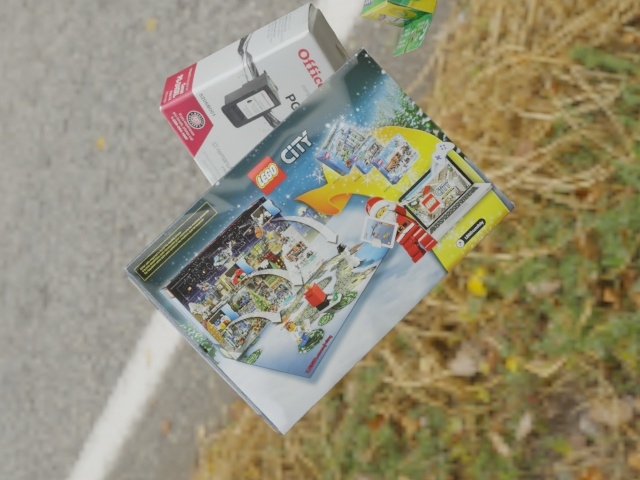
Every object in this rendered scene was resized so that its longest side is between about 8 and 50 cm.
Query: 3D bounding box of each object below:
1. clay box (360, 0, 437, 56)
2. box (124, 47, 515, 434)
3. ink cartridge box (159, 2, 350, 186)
[{"bbox_3d":[0.090,-0.290,1.382,0.127,0.053,0.222,-169,94,-81],"label":"clay box"},{"bbox_3d":[0.000,0.000,1.029,0.159,0.233,0.044,46,170,1],"label":"box"},{"bbox_3d":[-0.044,-0.117,1.250,0.150,0.109,0.063,-25,27,17],"label":"ink cartridge box"}]
